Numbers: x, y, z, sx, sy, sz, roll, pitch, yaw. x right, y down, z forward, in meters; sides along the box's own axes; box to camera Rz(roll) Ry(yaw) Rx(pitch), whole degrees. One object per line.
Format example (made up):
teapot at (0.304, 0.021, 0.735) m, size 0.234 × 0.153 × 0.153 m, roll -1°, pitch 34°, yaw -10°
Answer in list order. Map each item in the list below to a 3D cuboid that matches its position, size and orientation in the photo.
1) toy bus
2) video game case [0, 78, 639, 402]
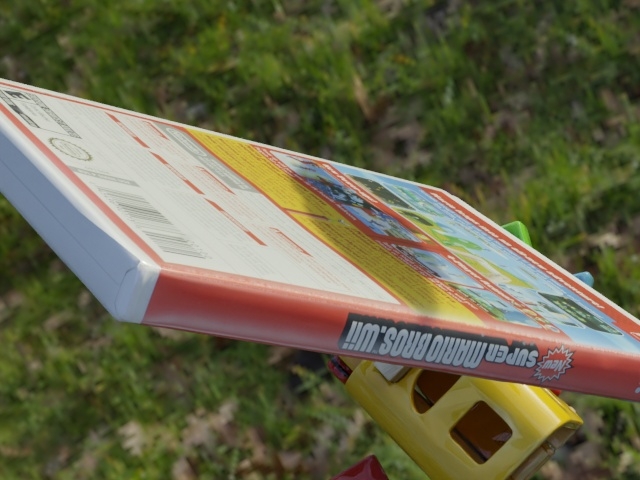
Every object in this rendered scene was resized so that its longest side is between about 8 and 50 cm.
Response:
toy bus at (0.066, 0.080, 0.973) m, size 0.202 × 0.191 × 0.104 m, roll -3°, pitch -10°, yaw 16°
video game case at (0.000, 0.000, 0.652) m, size 0.204 × 0.285 × 0.025 m, roll 39°, pitch 111°, yaw 50°
